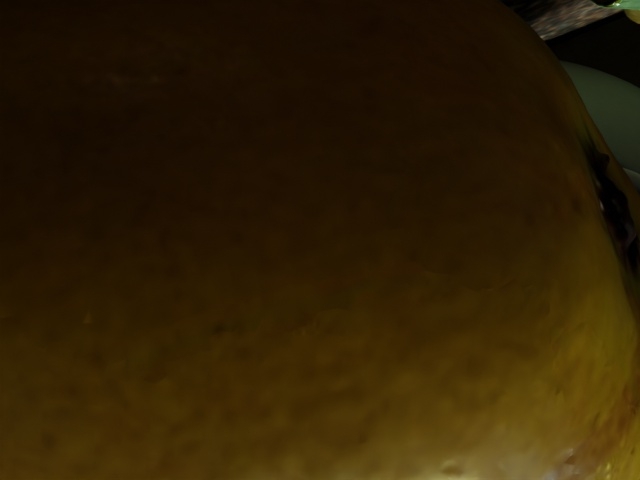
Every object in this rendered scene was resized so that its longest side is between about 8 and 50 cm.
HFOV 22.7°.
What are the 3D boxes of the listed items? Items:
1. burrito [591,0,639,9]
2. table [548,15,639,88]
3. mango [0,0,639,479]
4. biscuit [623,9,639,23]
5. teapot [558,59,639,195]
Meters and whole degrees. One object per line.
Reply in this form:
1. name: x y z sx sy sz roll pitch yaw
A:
1. burrito: 0.220 -0.128 0.694 0.288 0.054 0.104 2 156 -43
2. table: 0.289 -0.054 0.971 0.282 0.196 0.250 -22 171 -1
3. mango: -0.075 0.038 0.491 0.378 0.221 0.264 -12 138 -2
4. biscuit: 0.252 -0.161 0.756 0.247 0.029 0.118 -29 169 40
5. teapot: 0.092 0.041 0.714 0.424 0.252 0.280 -35 -174 -3
